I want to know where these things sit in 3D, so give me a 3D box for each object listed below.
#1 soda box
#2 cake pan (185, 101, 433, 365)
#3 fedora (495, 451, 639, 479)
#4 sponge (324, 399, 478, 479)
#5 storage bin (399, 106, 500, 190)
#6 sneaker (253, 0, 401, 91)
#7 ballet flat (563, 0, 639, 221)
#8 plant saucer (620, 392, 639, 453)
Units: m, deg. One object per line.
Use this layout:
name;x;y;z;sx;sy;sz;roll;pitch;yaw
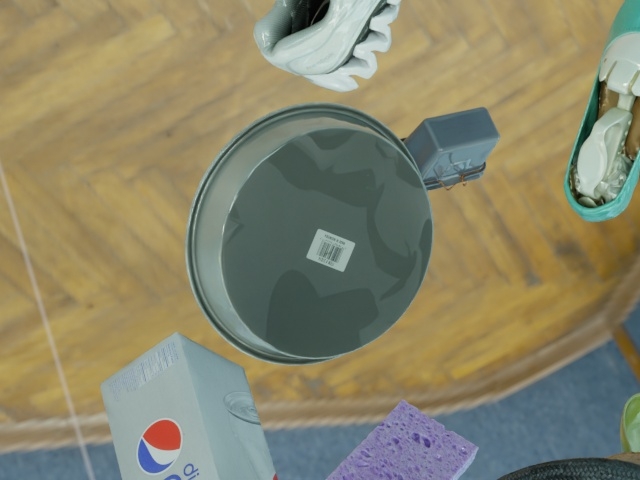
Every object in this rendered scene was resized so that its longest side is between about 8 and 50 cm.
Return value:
soda box;-0.087;0.219;1.200;0.091;0.286;0.098;-35;139;18
cake pan;0.000;0.000;1.611;0.293;0.054;0.293;-7;105;-25
fedora;0.290;0.314;1.466;0.152;0.334;0.334;-43;165;-50
sponge;0.093;0.284;1.822;0.210;0.117;0.031;-39;156;-48
storage bin;0.181;-0.127;2.072;0.135;0.098;0.091;-14;159;-27
sneaker;0.040;-0.266;1.309;0.118;0.110;0.292;6;117;-49
ballet flat;0.304;-0.132;1.505;0.087;0.083;0.247;-21;127;-65
plant saucer;0.425;0.277;1.701;0.241;0.241;0.037;13;129;-39
